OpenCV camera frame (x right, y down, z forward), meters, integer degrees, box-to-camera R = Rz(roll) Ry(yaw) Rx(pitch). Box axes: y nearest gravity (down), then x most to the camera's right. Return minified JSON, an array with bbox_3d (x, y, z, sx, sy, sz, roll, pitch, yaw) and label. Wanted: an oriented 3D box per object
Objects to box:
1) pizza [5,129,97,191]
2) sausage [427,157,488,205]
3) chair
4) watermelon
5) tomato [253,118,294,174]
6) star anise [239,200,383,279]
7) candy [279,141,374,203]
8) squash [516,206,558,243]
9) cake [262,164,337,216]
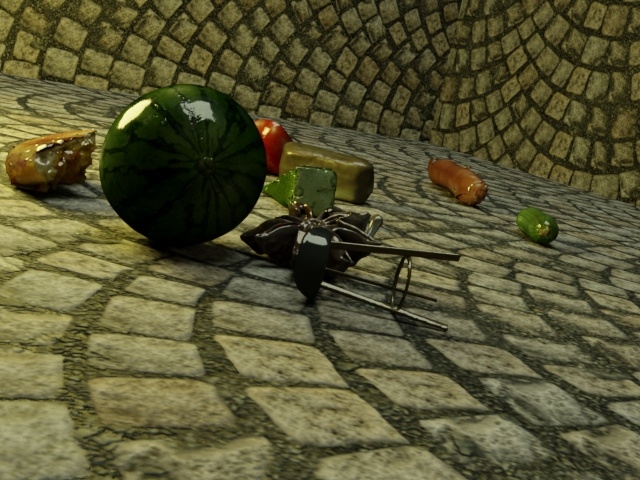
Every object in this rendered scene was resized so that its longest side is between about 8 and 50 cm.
[{"bbox_3d":[-0.463,-0.138,1.478,0.161,0.086,0.305,-13,15,-9],"label":"pizza"},{"bbox_3d":[0.403,-0.180,2.528,0.094,0.094,0.419,-11,15,-4],"label":"sausage"},{"bbox_3d":[0.068,0.050,1.140,0.221,0.104,0.095,15,-15,-10],"label":"chair"},{"bbox_3d":[-0.197,-0.108,1.236,0.242,0.242,0.242,12,12,-2],"label":"watermelon"},{"bbox_3d":[-0.139,-0.222,2.171,0.174,0.166,0.082,1,44,47],"label":"tomato"},{"bbox_3d":[0.001,0.000,1.289,0.231,0.089,0.209,3,26,-17],"label":"star anise"},{"bbox_3d":[0.014,-0.161,2.026,0.234,0.104,0.102,15,17,16],"label":"candy"},{"bbox_3d":[0.517,-0.036,2.029,0.077,0.068,0.219,6,11,-4],"label":"squash"},{"bbox_3d":[-0.052,-0.088,1.794,0.100,0.099,0.235,6,-7,-23],"label":"cake"}]
